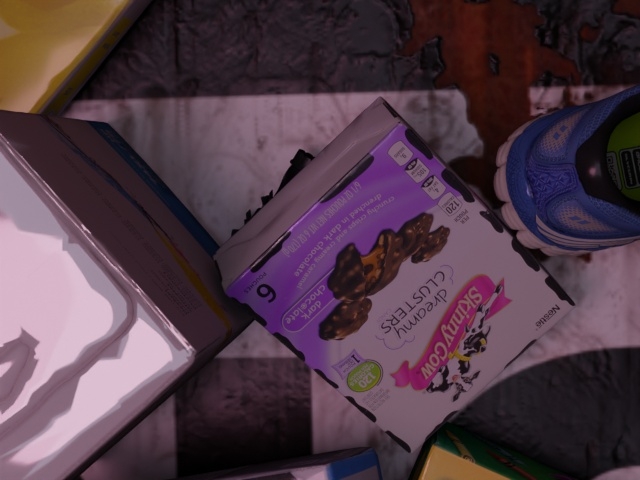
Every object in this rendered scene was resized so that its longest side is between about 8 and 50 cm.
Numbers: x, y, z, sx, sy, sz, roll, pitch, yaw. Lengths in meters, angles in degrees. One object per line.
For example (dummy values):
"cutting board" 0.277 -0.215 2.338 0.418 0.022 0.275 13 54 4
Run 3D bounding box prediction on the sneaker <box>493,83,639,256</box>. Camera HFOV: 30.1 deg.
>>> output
"sneaker" 0.289 -0.066 0.787 0.330 0.147 0.130 -18 91 -14

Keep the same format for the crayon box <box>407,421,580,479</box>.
"crayon box" 0.106 0.295 0.882 0.165 0.081 0.278 23 95 4

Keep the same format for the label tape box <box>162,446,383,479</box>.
"label tape box" -0.113 0.298 0.833 0.347 0.115 0.249 -13 84 16

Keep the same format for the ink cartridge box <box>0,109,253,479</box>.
"ink cartridge box" -0.188 0.050 0.801 0.198 0.270 0.197 -41 89 6

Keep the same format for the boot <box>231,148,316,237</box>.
"boot" 0.000 0.000 0.893 0.121 0.045 0.099 33 101 -3

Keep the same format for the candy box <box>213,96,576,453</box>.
"candy box" 0.053 0.028 0.840 0.165 0.070 0.196 -44 113 7

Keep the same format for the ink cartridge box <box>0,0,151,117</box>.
"ink cartridge box" -0.329 -0.176 0.905 0.303 0.072 0.307 41 95 2
